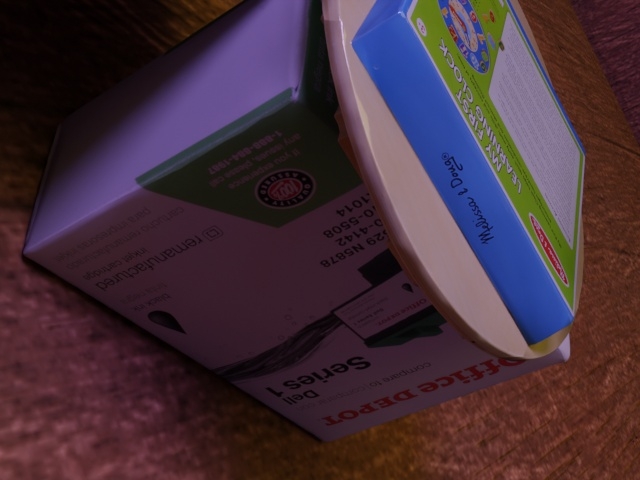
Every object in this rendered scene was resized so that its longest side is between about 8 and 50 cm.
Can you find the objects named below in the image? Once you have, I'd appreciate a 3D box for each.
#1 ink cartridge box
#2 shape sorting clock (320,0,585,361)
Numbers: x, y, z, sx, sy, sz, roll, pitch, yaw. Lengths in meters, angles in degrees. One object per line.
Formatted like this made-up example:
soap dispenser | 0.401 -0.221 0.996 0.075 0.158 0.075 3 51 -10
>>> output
ink cartridge box | 0.000 0.000 0.455 0.219 0.160 0.092 40 38 -36
shape sorting clock | 0.061 -0.052 0.386 0.206 0.040 0.206 37 44 -45
